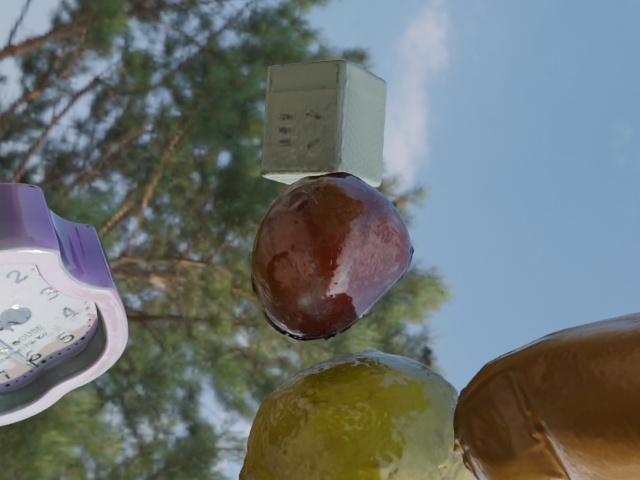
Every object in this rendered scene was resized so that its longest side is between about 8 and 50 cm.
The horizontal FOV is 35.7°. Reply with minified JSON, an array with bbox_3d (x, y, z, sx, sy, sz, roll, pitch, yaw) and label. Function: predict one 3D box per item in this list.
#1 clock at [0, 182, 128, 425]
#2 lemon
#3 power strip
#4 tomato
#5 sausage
[{"bbox_3d":[-0.386,0.083,1.099,0.338,0.338,0.102,-55,-135,37],"label":"clock"},{"bbox_3d":[0.049,0.262,1.211,0.260,0.284,0.260,-169,-90,-69],"label":"lemon"},{"bbox_3d":[0.005,-0.135,1.442,0.140,0.139,0.224,2,-95,30],"label":"power strip"},{"bbox_3d":[0.000,0.000,1.241,0.180,0.155,0.214,22,-119,35],"label":"tomato"},{"bbox_3d":[0.221,0.125,0.745,0.134,0.116,0.354,61,-33,-2],"label":"sausage"}]
